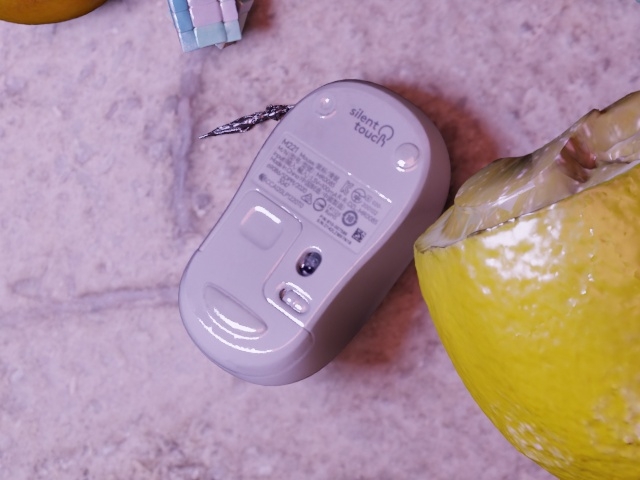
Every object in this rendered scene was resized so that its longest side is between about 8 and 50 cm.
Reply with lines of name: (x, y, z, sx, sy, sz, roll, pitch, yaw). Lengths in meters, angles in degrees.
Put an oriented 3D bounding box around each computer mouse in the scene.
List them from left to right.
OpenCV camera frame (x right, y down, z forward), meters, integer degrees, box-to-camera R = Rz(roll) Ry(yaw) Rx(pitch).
computer mouse: (0.000, 0.000, 1.340, 0.184, 0.121, 0.296, 30, 84, 27)

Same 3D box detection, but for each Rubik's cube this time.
Rubik's cube: (-0.109, -0.222, 1.400, 0.084, 0.073, 0.075, 0, 104, -13)

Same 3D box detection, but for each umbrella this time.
umbrella: (-0.065, -0.119, 1.415, 0.122, 0.013, 0.022, -11, 108, 17)

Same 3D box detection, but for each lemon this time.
lemon: (0.275, 0.054, 1.146, 0.364, 0.364, 0.364, 0, 91, 18)

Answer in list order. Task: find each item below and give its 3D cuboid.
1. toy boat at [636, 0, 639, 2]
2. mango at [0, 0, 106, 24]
toy boat: (0.313, -0.346, 1.252, 0.111, 0.084, 0.276, 4, 91, 16)
mango: (-0.289, -0.299, 1.425, 0.255, 0.139, 0.175, 2, 79, 26)
